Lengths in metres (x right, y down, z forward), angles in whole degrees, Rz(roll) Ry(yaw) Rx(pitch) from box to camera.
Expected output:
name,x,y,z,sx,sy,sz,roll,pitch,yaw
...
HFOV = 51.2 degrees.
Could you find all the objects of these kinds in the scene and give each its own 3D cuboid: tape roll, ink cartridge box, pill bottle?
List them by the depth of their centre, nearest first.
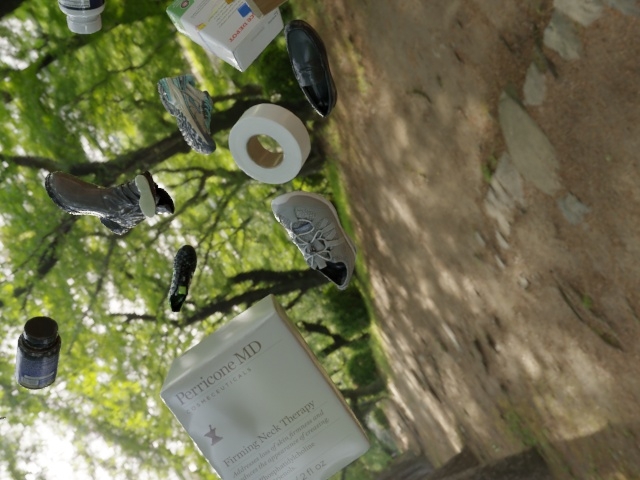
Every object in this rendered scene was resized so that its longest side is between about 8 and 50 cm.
name,x,y,z,sx,sy,sz,roll,pitch,yaw
pill bottle,-0.499,-0.523,1.387,0.094,0.094,0.169,53,148,37
ink cartridge box,-0.279,-0.658,1.979,0.278,0.201,0.117,36,170,19
pill bottle,-0.838,0.333,1.986,0.122,0.123,0.219,53,135,36
tape roll,-0.184,-0.346,2.412,0.286,0.286,0.100,60,-144,-30

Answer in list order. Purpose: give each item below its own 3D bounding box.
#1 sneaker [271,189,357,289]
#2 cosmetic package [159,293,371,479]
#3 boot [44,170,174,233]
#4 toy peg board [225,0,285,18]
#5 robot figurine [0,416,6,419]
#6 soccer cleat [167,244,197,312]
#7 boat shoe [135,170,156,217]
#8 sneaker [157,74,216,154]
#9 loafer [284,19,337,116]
name,x,y,z,sx,sy,sz,roll,pitch,yaw
sneaker,0.000,0.000,1.388,0.281,0.105,0.115,43,-145,-41
cosmetic package,-0.138,0.396,1.651,0.393,0.330,0.327,55,176,-7
boot,-0.601,-0.143,1.943,0.338,0.223,0.118,30,-135,-55
toy peg board,-0.146,-0.489,1.244,0.160,0.079,0.161,52,-141,-15
robot figurine,-0.976,0.503,1.651,0.300,0.354,0.199,26,122,29
soccer cleat,-0.344,0.098,1.676,0.072,0.060,0.178,-123,46,-60
boat shoe,-0.460,-0.123,1.786,0.042,0.049,0.132,-62,-27,-54
sneaker,-0.351,-0.369,1.887,0.283,0.122,0.110,57,160,20
loafer,-0.017,-0.356,1.394,0.223,0.076,0.078,62,-156,-46
